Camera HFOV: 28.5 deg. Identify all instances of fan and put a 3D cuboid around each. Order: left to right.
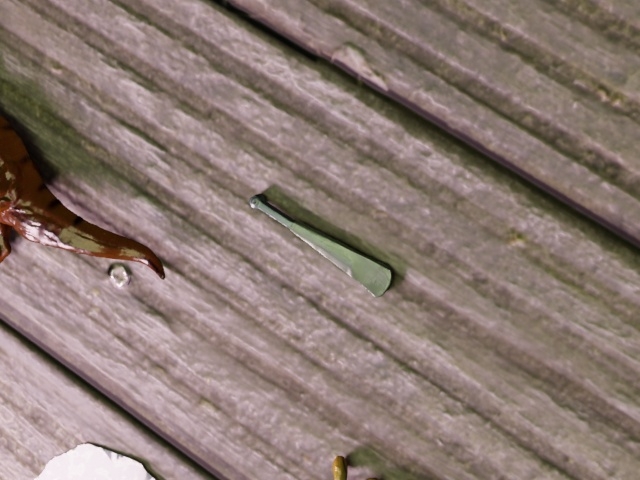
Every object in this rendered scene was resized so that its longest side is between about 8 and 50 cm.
[{"bbox_3d":[-0.308,0.335,1.655,0.240,0.009,0.131,-26,89,28],"label":"fan"},{"bbox_3d":[0.000,0.000,1.431,0.193,0.016,0.038,33,111,15],"label":"fan"}]

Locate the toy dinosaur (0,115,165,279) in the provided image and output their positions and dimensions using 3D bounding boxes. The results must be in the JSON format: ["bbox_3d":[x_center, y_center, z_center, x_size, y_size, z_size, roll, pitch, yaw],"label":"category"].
[{"bbox_3d":[-0.390,-0.042,1.568,0.432,0.097,0.208,45,107,6],"label":"toy dinosaur"}]

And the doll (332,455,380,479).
[{"bbox_3d":[0.010,0.346,1.470,0.102,0.089,0.179,30,89,17],"label":"doll"}]
